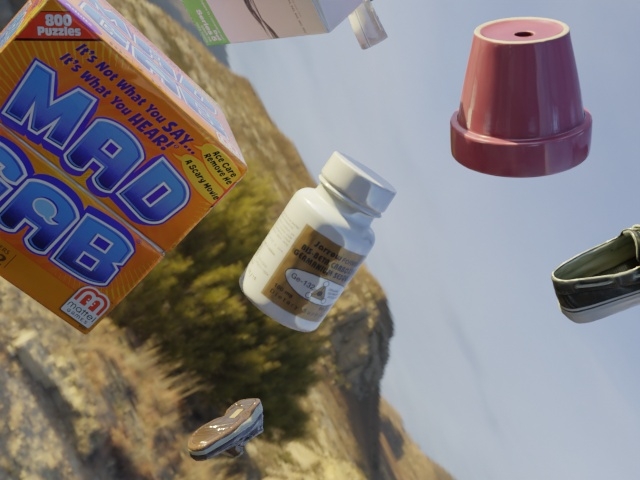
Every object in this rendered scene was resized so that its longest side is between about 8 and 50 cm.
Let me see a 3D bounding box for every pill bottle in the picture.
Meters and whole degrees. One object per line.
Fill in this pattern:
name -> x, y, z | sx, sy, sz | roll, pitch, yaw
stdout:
pill bottle -> 0.000, 0.000, 1.180 | 0.131, 0.229, 0.131 | 32, 12, -8

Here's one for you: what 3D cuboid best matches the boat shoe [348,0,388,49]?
boat shoe -> 0.072, -0.435, 1.539 | 0.066, 0.063, 0.184 | 38, 34, -75

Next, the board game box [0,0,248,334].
board game box -> -0.383, -0.153, 1.341 | 0.356, 0.356, 0.356 | 41, 9, -26

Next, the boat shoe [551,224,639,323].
boat shoe -> 0.566, 0.033, 1.503 | 0.119, 0.335, 0.121 | 54, 11, -34

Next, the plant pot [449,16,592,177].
plant pot -> 0.281, -0.210, 1.213 | 0.201, 0.201, 0.180 | -126, -154, -59

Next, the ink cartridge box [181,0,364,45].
ink cartridge box -> -0.050, -0.395, 1.282 | 0.273, 0.198, 0.115 | 8, -43, 44

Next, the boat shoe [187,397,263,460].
boat shoe -> -0.194, 0.434, 1.883 | 0.257, 0.095, 0.095 | -25, 107, -59
